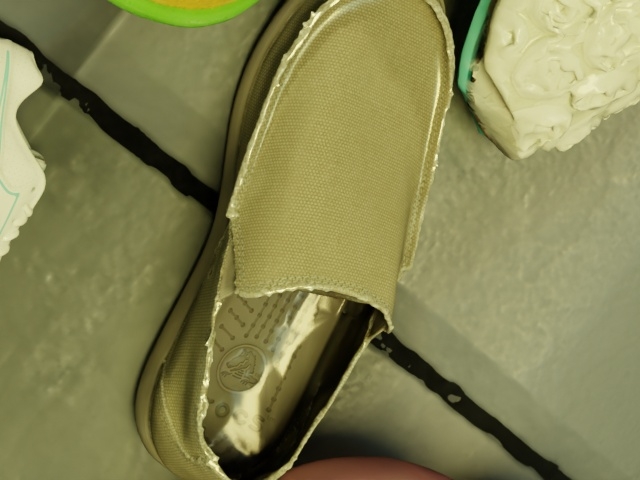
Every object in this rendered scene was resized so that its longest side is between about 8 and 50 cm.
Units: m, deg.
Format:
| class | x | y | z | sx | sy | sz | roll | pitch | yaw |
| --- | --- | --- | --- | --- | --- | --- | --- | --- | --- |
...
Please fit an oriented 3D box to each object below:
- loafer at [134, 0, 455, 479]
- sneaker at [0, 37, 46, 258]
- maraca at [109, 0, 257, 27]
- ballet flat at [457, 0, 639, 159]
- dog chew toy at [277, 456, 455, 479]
| class | x | y | z | sx | sy | sz | roll | pitch | yaw |
| --- | --- | --- | --- | --- | --- | --- | --- | --- | --- |
| loafer | 0.000 | 0.000 | 0.553 | 0.102 | 0.092 | 0.268 | 16 | 99 | -27 |
| sneaker | -0.145 | -0.012 | 0.507 | 0.061 | 0.054 | 0.152 | -1 | 106 | -27 |
| maraca | -0.053 | -0.173 | 0.477 | 0.127 | 0.099 | 0.185 | 24 | 70 | -34 |
| ballet flat | 0.202 | -0.210 | 0.536 | 0.147 | 0.147 | 0.409 | 24 | 95 | -28 |
| dog chew toy | 0.086 | 0.219 | 0.602 | 0.332 | 0.206 | 0.206 | 13 | 100 | -31 |
